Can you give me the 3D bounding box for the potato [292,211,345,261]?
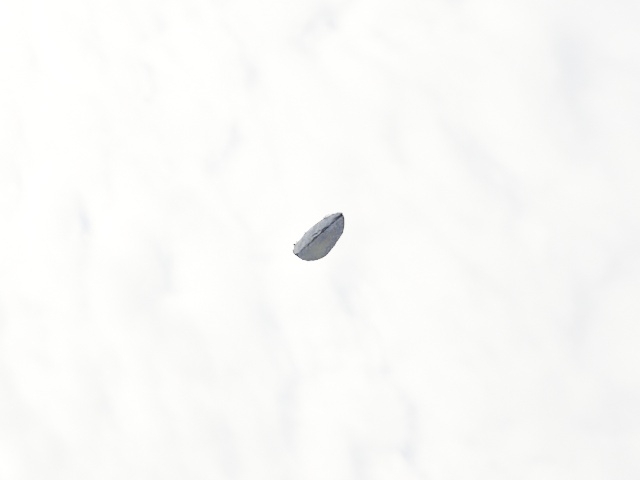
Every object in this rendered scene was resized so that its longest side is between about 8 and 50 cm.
[{"bbox_3d":[-0.001,0.000,1.936,0.037,0.093,0.036,16,-36,58],"label":"potato"}]
